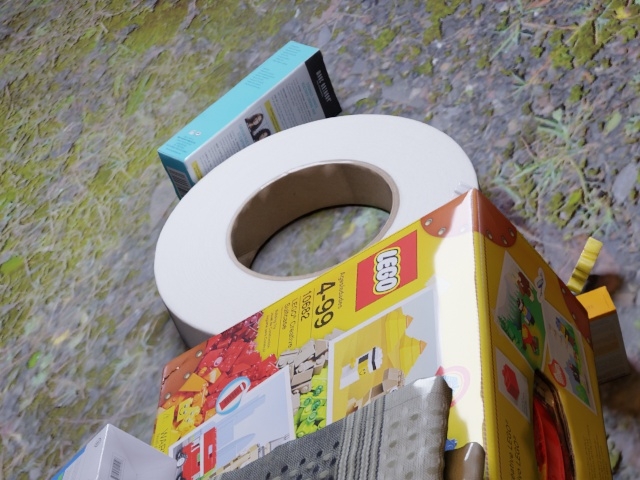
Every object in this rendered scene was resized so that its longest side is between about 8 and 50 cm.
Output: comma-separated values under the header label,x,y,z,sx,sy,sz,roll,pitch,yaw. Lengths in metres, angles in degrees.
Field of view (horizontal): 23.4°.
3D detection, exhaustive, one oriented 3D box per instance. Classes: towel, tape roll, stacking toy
label,x,y,z,sx,sy,sz,roll,pitch,yaw
towel,-0.024,0.272,1.073,0.312,0.056,0.324,-29,36,32
tape roll,0.000,0.000,1.770,0.392,0.072,0.392,-13,38,11
stacking toy,0.179,0.051,1.579,0.167,0.052,0.221,25,52,8

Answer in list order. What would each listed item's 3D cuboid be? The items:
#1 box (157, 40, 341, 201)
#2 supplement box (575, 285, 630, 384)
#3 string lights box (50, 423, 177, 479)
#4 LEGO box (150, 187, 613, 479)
label,x,y,z,sx,sy,sz,roll,pitch,yaw
box,-0.087,-0.142,1.955,0.244,0.100,0.060,-42,42,-25
supplement box,0.261,0.097,1.504,0.062,0.098,0.036,-19,41,2
string lights box,-0.233,0.286,1.324,0.259,0.077,0.133,-44,26,33
LEGO box,0.038,0.252,1.255,0.372,0.193,0.500,-31,32,25
